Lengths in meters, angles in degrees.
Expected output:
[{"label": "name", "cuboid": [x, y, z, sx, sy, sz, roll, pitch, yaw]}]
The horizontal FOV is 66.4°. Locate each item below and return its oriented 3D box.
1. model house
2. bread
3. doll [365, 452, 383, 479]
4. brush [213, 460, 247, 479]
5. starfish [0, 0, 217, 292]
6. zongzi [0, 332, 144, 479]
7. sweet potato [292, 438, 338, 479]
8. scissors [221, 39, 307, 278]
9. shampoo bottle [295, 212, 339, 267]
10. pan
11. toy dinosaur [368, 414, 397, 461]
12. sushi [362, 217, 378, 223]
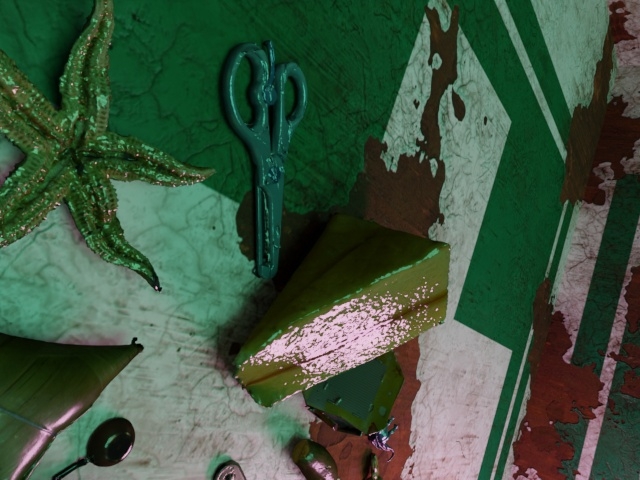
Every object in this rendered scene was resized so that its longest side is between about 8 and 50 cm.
[{"label": "model house", "cuboid": [0.057, 0.289, 1.037, 0.136, 0.207, 0.219, 109, 7, -58]}, {"label": "bread", "cuboid": [0.041, 0.163, 0.862, 0.362, 0.244, 0.233, -51, 147, -31]}, {"label": "doll", "cuboid": [0.145, 0.600, 1.260, 0.061, 0.051, 0.093, -12, 114, -78]}, {"label": "brush", "cuboid": [-0.114, 0.522, 0.923, 0.072, 0.067, 0.313, -42, 127, -34]}, {"label": "starfish", "cuboid": [-0.267, -0.109, 0.561, 0.347, 0.078, 0.358, 17, 86, -50]}, {"label": "zongzi", "cuboid": [-0.329, 0.122, 0.529, 0.256, 0.114, 0.228, -45, 126, -42]}, {"label": "sweet potato", "cuboid": [0.002, 0.491, 1.046, 0.077, 0.077, 0.244, -52, 137, -28]}, {"label": "scissors", "cuboid": [-0.087, -0.123, 0.810, 0.180, 0.032, 0.393, -11, 108, -48]}, {"label": "shampoo bottle", "cuboid": [0.000, 0.000, 0.949, 0.137, 0.027, 0.048, -54, 141, -25]}, {"label": "pan", "cuboid": [-0.302, 0.293, 0.666, 0.115, 0.023, 0.069, -30, 122, -43]}, {"label": "toy dinosaur", "cuboid": [0.158, 0.489, 1.253, 0.080, 0.045, 0.198, -34, 117, -25]}, {"label": "sushi", "cuboid": [0.105, -0.018, 1.045, 0.118, 0.061, 0.060, 12, 102, -49]}]
